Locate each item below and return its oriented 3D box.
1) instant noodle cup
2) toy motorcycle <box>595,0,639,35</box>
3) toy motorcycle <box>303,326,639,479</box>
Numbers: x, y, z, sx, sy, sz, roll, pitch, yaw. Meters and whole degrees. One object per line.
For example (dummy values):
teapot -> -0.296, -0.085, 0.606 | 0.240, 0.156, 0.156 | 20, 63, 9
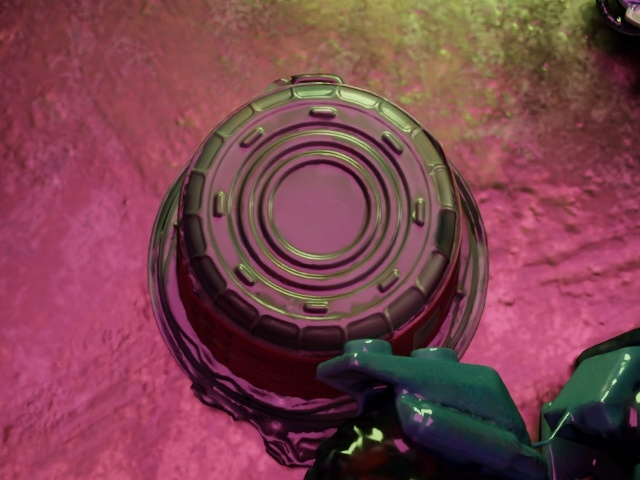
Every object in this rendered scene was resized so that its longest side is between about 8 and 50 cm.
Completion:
instant noodle cup -> 0.000, 0.000, 0.958 | 0.258, 0.181, 0.302 | -12, 77, -4
toy motorcycle -> 0.318, -0.166, 1.041 | 0.150, 0.102, 0.221 | -42, 80, 4
toy motorcycle -> 0.175, 0.134, 0.914 | 0.416, 0.172, 0.232 | 7, 72, -25
